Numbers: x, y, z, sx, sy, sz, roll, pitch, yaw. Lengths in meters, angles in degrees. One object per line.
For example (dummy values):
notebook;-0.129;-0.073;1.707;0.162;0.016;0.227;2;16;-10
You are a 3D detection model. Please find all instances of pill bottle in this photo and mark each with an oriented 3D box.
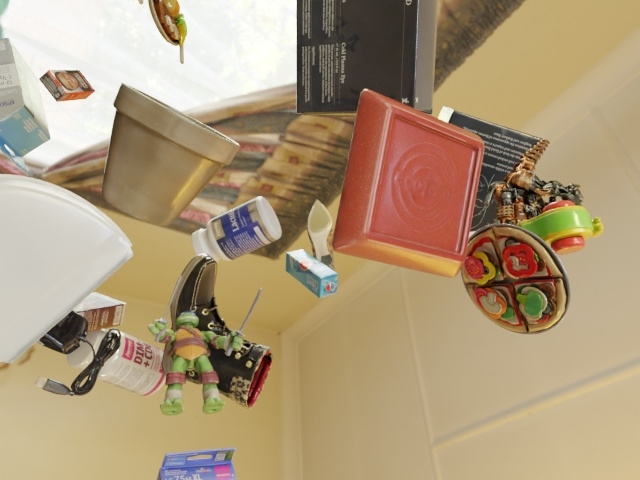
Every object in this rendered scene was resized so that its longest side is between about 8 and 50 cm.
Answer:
pill bottle;-0.274;-0.024;1.622;0.265;0.153;0.153;-25;-139;7
pill bottle;-0.628;0.376;1.563;0.160;0.283;0.160;-20;-129;26

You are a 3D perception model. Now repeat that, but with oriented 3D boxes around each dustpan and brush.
dustpan and brush;-0.286;-0.021;0.414;0.147;0.211;0.060;-45;-157;-16

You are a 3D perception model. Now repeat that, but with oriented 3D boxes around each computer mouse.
computer mouse;-0.574;0.219;1.056;0.060;0.262;0.184;-24;-143;37

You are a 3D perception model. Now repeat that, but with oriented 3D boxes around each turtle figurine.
turtle figurine;-0.282;0.239;1.130;0.275;0.198;0.266;-31;-131;21

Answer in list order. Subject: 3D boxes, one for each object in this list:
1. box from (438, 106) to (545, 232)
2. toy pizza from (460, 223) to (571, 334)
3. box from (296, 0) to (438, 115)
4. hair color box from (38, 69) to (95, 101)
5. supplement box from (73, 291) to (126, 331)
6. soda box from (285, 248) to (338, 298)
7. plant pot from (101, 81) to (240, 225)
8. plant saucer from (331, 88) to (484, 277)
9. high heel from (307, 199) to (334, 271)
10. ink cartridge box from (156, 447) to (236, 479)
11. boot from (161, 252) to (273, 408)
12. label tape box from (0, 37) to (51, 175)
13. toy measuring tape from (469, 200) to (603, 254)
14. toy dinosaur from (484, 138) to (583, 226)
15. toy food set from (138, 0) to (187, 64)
box;0.472;-0.190;1.597;0.212;0.294;0.395;-76;-176;-72
toy pizza;0.316;0.070;0.838;0.201;0.032;0.201;30;-49;41
box;0.115;-0.484;1.239;0.313;0.179;0.343;7;-77;27
hair color box;-0.672;-0.414;1.326;0.043;0.072;0.141;-31;-166;15
supplement box;-0.686;0.207;1.406;0.130;0.239;0.073;14;-86;20
soda box;-0.031;0.102;1.589;0.210;0.067;0.071;32;-54;48
plant pot;-0.413;-0.201;1.287;0.280;0.323;0.323;-62;-151;7
plant saucer;0.159;-0.084;0.796;0.048;0.259;0.258;2;-100;61
high heel;0.000;0.000;1.794;0.186;0.093;0.261;95;-12;-69
ink cartridge box;-0.328;0.657;1.250;0.065;0.186;0.311;51;-53;56
boot;-0.261;0.247;1.322;0.284;0.138;0.377;22;-76;19
label tape box;-0.962;-0.416;1.583;0.249;0.115;0.347;132;-60;-74
toy measuring tape;0.475;-0.027;1.090;0.121;0.330;0.121;178;-90;-82
toy dinosaur;0.551;-0.122;1.300;0.164;0.219;0.321;-87;-159;-85
toy food set;-0.333;-0.495;1.088;0.039;0.192;0.132;-14;-116;9
